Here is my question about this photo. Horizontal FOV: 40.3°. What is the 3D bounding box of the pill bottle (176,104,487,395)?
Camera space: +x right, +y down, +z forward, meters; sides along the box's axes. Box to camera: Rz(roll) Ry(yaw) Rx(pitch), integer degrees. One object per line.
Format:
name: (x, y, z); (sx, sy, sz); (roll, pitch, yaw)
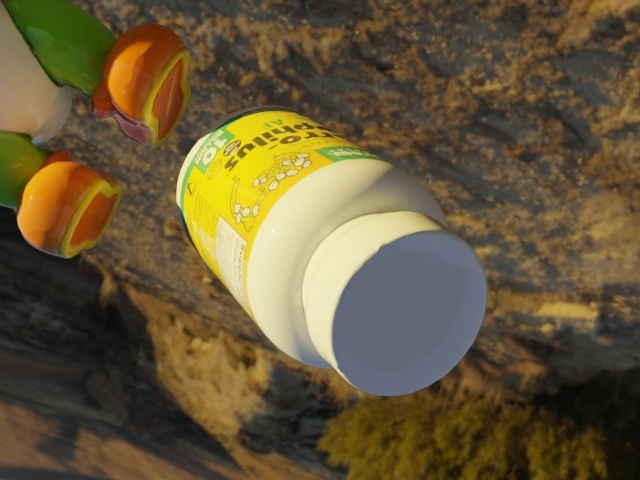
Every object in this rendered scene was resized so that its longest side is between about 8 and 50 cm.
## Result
pill bottle: (0.000, 0.000, 0.496); (0.117, 0.118, 0.208); (30, -174, -32)

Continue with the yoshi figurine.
yoshi figurine: (-0.272, -0.148, 0.543); (0.362, 0.204, 0.203); (32, 130, 2)
